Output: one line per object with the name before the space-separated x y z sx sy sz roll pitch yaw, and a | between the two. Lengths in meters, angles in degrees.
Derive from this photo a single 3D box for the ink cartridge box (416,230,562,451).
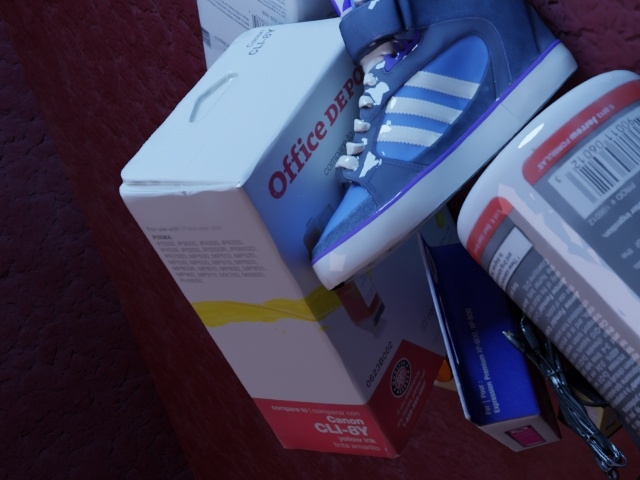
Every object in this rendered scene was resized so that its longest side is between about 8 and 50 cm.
ink cartridge box | 0.179 0.111 1.054 0.371 0.069 0.175 38 -144 -66

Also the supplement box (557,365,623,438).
supplement box | 0.306 0.163 1.119 0.056 0.083 0.083 40 150 36

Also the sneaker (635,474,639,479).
sneaker | 0.389 0.271 1.148 0.057 0.047 0.119 43 155 5

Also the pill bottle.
pill bottle | 0.301 0.052 0.846 0.363 0.210 0.210 49 154 18

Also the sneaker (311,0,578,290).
sneaker | 0.053 -0.139 0.960 0.236 0.323 0.130 46 176 5

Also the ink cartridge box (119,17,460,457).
ink cartridge box | 0.000 0.000 1.102 0.160 0.279 0.384 -1 132 36

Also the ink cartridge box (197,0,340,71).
ink cartridge box | -0.042 -0.246 1.243 0.211 0.121 0.289 40 150 33

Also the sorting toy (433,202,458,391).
sorting toy | 0.154 0.083 1.362 0.229 0.041 0.307 11 129 58

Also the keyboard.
keyboard | 0.283 0.138 0.934 0.317 0.201 0.033 61 138 32
